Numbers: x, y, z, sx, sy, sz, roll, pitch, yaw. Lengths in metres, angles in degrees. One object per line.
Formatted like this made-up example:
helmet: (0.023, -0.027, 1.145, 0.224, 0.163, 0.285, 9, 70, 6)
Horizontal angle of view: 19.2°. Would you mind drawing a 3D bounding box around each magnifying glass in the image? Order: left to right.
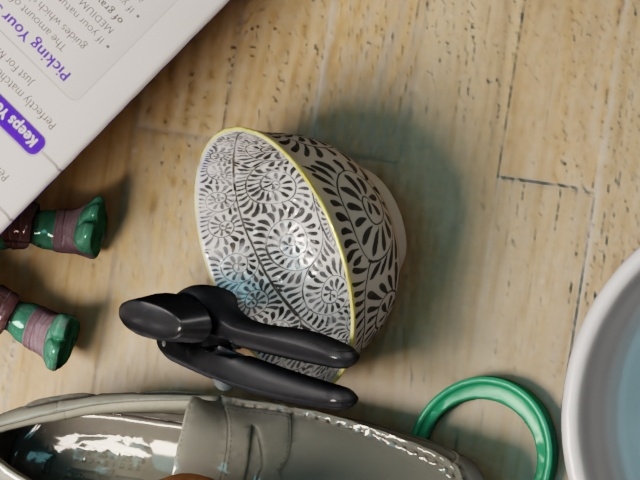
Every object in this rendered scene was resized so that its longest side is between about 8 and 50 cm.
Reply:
magnifying glass: (0.077, 0.195, 1.182, 0.092, 0.026, 0.231, 22, 92, 18)

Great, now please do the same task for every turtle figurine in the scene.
turtle figurine: (-0.266, 0.001, 1.248, 0.234, 0.118, 0.175, 14, 105, 3)

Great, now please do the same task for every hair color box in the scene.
hair color box: (-0.218, -0.110, 1.152, 0.185, 0.110, 0.339, 45, 73, -8)

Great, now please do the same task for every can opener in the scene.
can opener: (-0.043, 0.070, 1.149, 0.186, 0.073, 0.059, 17, 116, 43)

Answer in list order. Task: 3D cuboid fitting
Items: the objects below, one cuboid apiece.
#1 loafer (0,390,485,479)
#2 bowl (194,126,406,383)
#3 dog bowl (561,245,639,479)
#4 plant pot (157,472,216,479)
loafer: (-0.059, 0.149, 1.158, 0.319, 0.111, 0.112, 0, 70, 17)
bowl: (0.000, 0.000, 1.170, 0.080, 0.170, 0.170, -22, 77, -30)
dog bowl: (0.276, 0.104, 1.082, 0.265, 0.104, 0.265, -1, 87, 17)
plant pot: (-0.100, 0.265, 1.041, 0.203, 0.291, 0.291, -36, 78, 15)
